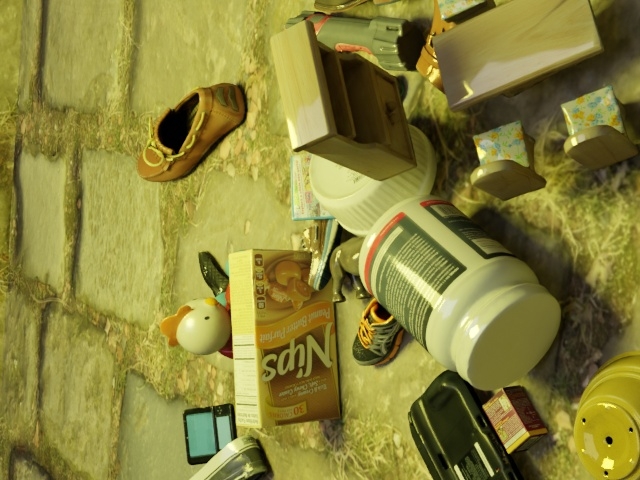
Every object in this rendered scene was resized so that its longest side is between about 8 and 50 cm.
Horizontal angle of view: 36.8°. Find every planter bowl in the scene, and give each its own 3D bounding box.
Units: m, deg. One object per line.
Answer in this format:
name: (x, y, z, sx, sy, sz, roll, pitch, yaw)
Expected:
planter bowl: (0.396, 0.254, 1.240, 0.217, 0.090, 0.217, -1, 89, 52)

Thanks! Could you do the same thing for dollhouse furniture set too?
dollhouse furniture set: (0.171, -0.243, 1.310, 0.394, 0.256, 0.362, -21, 72, 28)

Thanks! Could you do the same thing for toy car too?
toy car: (-0.199, 0.150, 1.899, 0.219, 0.238, 0.210, 48, 126, 41)

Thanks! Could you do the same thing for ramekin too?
ramekin: (0.078, -0.119, 1.588, 0.207, 0.109, 0.207, -21, 55, 32)

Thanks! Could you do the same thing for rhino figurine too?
rhino figurine: (0.101, 0.029, 1.644, 0.243, 0.073, 0.106, -25, 69, 48)

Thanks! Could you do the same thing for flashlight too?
flashlight: (0.061, -0.344, 1.691, 0.304, 0.103, 0.103, 21, 105, 46)

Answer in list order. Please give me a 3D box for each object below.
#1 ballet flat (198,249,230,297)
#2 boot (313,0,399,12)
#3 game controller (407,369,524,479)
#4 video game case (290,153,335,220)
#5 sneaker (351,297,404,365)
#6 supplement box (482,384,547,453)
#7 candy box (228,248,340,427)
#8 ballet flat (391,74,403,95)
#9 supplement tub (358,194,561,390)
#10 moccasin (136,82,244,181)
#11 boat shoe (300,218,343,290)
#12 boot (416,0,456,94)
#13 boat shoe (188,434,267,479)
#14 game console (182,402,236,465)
ballet flat: (-0.230, 0.077, 2.113, 0.173, 0.049, 0.057, 52, 156, 45)
boot: (0.063, -0.461, 1.667, 0.219, 0.082, 0.106, 4, 120, 43)
game controller: (0.236, 0.357, 1.467, 0.166, 0.067, 0.319, -54, 50, 37)
video game case: (0.028, -0.098, 1.714, 0.166, 0.015, 0.119, -3, 86, 18)
sneaker: (0.102, 0.138, 1.633, 0.084, 0.083, 0.215, 59, 134, 32)
supplement box: (0.287, 0.264, 1.420, 0.055, 0.043, 0.083, -54, 50, 39)
candy box: (-0.066, 0.177, 1.769, 0.087, 0.182, 0.317, -11, 80, 53)
ballet flat: (0.067, -0.216, 1.694, 0.203, 0.074, 0.074, -51, 51, 39)
supplement tub: (0.199, 0.072, 1.416, 0.272, 0.191, 0.191, 46, 124, 43)
moccasin: (-0.319, -0.232, 2.135, 0.380, 0.147, 0.139, -23, 72, 50)
boat shoe: (0.000, 0.000, 1.751, 0.066, 0.066, 0.183, 11, 78, 16)
boot: (0.192, -0.341, 1.534, 0.152, 0.073, 0.197, -61, 43, 37)
boat shoe: (-0.214, 0.537, 2.021, 0.306, 0.113, 0.105, -46, 59, 23)
game console: (-0.238, 0.420, 2.084, 0.107, 0.071, 0.122, -20, 74, 51)
